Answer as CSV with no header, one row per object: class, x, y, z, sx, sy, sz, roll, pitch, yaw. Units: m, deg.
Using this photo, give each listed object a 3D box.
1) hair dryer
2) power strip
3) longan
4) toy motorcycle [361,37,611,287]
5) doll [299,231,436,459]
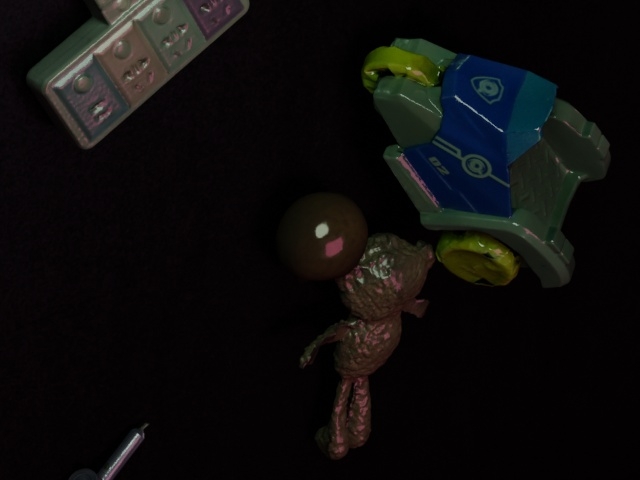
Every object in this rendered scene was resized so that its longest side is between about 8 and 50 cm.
hair dryer,-0.215,0.240,1.996,0.114,0.037,0.063,-53,143,-14
power strip,-0.179,-0.203,1.708,0.215,0.061,0.145,-43,133,-16
longan,0.000,0.000,1.998,0.113,0.092,0.113,-45,162,-19
toy motorcycle,0.188,-0.101,2.013,0.326,0.200,0.191,47,56,-44
doll,0.057,0.115,2.148,0.202,0.091,0.286,-31,138,-13
